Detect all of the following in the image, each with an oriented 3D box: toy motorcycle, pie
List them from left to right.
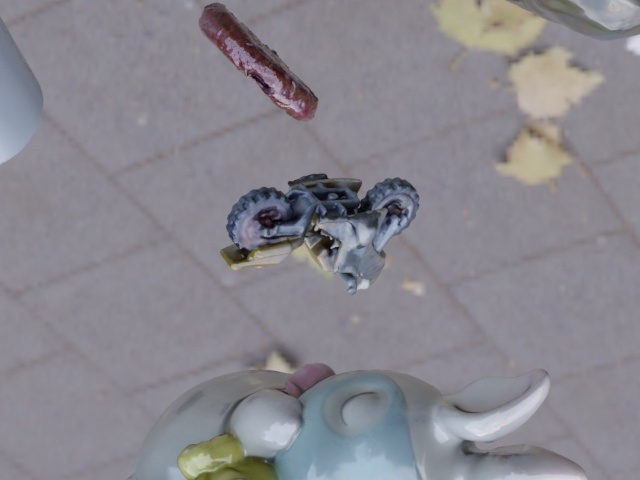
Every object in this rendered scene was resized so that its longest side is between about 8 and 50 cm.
[{"bbox_3d":[-0.060,-0.176,1.749,0.036,0.154,0.154,-46,125,6],"label":"pie"},{"bbox_3d":[0.000,0.000,1.812,0.229,0.094,0.130,-5,130,-34],"label":"toy motorcycle"}]

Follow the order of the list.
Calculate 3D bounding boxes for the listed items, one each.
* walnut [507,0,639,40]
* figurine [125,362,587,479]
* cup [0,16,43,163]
[{"bbox_3d":[0.134,-0.161,0.658,0.230,0.178,0.178,-13,153,-42],"label":"walnut"},{"bbox_3d":[0.002,0.119,0.860,0.155,0.127,0.235,-7,174,-36],"label":"figurine"},{"bbox_3d":[-0.261,-0.133,1.208,0.099,0.136,0.133,-26,147,-2],"label":"cup"}]
